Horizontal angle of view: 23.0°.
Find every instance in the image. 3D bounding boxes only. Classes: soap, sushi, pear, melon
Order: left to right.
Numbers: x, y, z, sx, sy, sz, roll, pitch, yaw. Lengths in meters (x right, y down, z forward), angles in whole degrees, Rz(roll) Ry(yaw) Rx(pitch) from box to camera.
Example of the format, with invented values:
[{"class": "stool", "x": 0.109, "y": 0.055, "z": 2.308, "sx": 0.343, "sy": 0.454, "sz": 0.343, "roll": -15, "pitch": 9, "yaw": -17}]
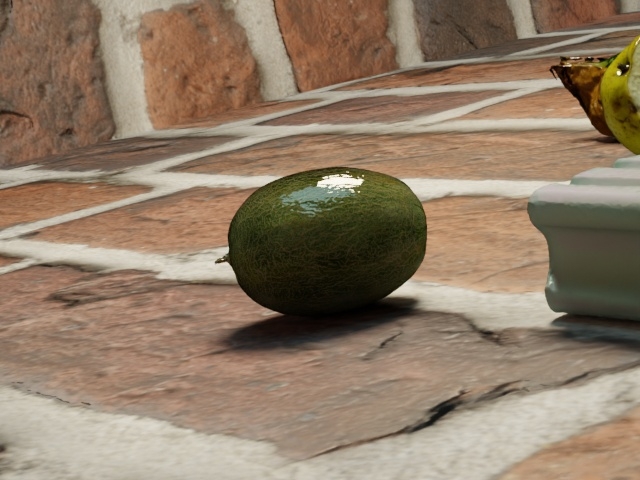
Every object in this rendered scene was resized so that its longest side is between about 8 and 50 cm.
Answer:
[{"class": "melon", "x": 0.000, "y": 0.000, "z": 1.214, "sx": 0.167, "sy": 0.114, "sz": 0.114, "roll": -10, "pitch": 10, "yaw": -1}, {"class": "pear", "x": 0.353, "y": -0.147, "z": 1.613, "sx": 0.141, "sy": 0.141, "sz": 0.104, "roll": -13, "pitch": -5, "yaw": -14}, {"class": "sushi", "x": 0.406, "y": -0.191, "z": 1.767, "sx": 0.149, "sy": 0.140, "sz": 0.287, "roll": -25, "pitch": 17, "yaw": -30}, {"class": "soap", "x": 0.297, "y": -0.006, "z": 1.011, "sx": 0.173, "sy": 0.095, "sz": 0.290, "roll": -19, "pitch": 13, "yaw": -36}]
